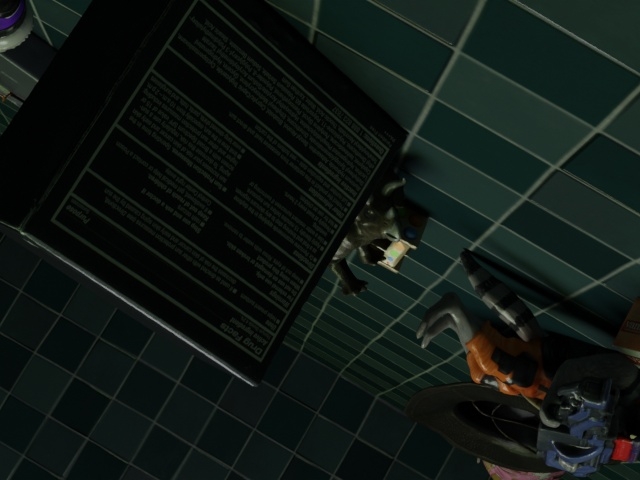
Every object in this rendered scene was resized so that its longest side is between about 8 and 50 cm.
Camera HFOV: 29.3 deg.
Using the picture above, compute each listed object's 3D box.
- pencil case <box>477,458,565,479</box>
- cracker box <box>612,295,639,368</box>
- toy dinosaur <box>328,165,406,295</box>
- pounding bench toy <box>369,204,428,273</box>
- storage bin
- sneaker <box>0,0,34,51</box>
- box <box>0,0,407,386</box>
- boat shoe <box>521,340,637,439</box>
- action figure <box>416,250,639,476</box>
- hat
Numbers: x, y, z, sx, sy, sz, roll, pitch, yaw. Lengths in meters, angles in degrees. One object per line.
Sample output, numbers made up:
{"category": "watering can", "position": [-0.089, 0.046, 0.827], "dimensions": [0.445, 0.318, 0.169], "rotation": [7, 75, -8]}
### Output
{"category": "pencil case", "position": [0.350, 0.345, 2.126], "dimensions": [0.386, 0.167, 0.160], "rotation": [63, -179, -70]}
{"category": "cracker box", "position": [0.434, 0.151, 1.266], "dimensions": [0.232, 0.067, 0.156], "rotation": [38, 167, -29]}
{"category": "toy dinosaur", "position": [-0.012, -0.030, 1.387], "dimensions": [0.314, 0.121, 0.160], "rotation": [9, 123, 34]}
{"category": "pounding bench toy", "position": [0.094, -0.018, 1.463], "dimensions": [0.052, 0.083, 0.065], "rotation": [29, 138, -5]}
{"category": "storage bin", "position": [-0.422, -0.246, 1.706], "dimensions": [0.135, 0.098, 0.091], "rotation": [36, 157, -25]}
{"category": "sneaker", "position": [-0.477, -0.338, 1.435], "dimensions": [0.293, 0.102, 0.146], "rotation": [24, 164, 7]}
{"category": "box", "position": [-0.128, -0.069, 1.174], "dimensions": [0.296, 0.294, 0.183], "rotation": [39, 166, -34]}
{"category": "boat shoe", "position": [0.389, 0.214, 1.574], "dimensions": [0.302, 0.109, 0.098], "rotation": [15, 160, 38]}
{"category": "action figure", "position": [0.279, 0.142, 1.411], "dimensions": [0.330, 0.178, 0.341], "rotation": [25, 161, 10]}
{"category": "hat", "position": [0.294, 0.232, 1.822], "dimensions": [0.331, 0.134, 0.331], "rotation": [14, 156, 6]}
